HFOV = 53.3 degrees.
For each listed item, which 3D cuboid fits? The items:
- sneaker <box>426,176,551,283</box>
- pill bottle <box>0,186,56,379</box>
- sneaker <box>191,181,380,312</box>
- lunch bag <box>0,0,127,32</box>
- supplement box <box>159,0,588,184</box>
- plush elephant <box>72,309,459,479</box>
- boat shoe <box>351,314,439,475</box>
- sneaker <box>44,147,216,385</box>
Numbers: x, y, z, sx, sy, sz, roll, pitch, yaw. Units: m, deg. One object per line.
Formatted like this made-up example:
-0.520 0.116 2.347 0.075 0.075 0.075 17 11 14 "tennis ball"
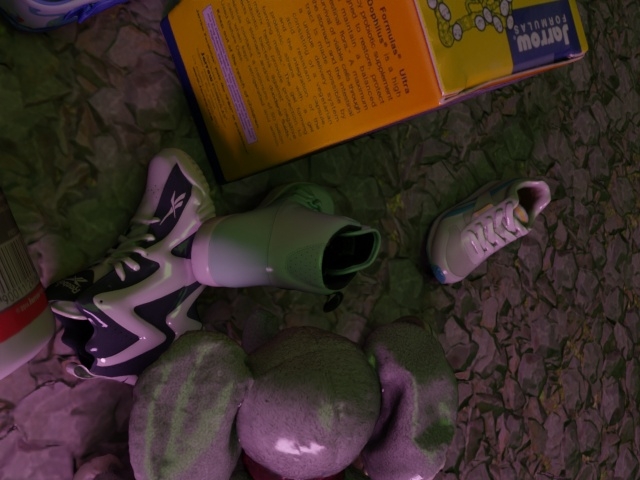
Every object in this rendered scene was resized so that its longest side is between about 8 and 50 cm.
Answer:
0.236 -0.023 0.899 0.228 0.092 0.087 -41 109 -29 "sneaker"
-0.326 -0.043 0.438 0.176 0.176 0.319 -27 108 -34 "pill bottle"
0.000 0.001 0.655 0.256 0.151 0.094 -33 127 -63 "sneaker"
-0.234 -0.307 0.607 0.219 0.090 0.176 -40 106 -31 "lunch bag"
0.025 -0.197 0.612 0.194 0.356 0.195 -24 99 -35 "supplement box"
-0.040 0.172 0.532 0.271 0.330 0.256 11 92 -26 "plush elephant"
0.077 0.241 0.756 0.103 0.113 0.302 29 80 -30 "boat shoe"
-0.188 0.023 0.598 0.153 0.094 0.235 4 93 -43 "sneaker"
